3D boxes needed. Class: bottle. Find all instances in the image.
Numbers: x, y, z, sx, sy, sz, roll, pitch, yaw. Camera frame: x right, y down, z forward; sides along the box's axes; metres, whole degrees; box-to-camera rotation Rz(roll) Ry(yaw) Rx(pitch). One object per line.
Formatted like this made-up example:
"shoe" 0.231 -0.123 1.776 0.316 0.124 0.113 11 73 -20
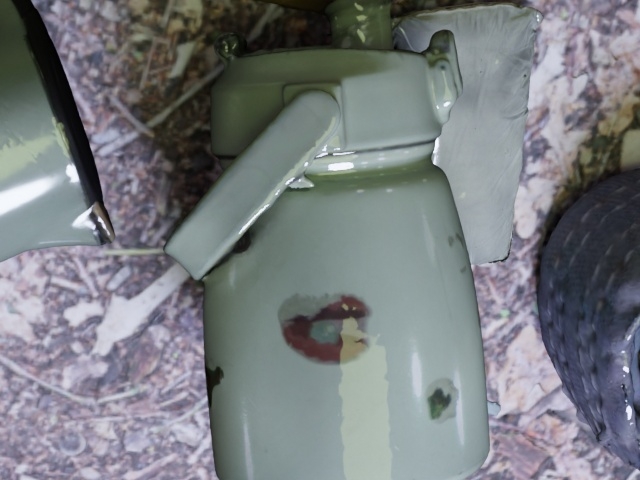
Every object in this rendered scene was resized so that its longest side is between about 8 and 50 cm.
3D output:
"bottle" 0.000 0.000 1.046 0.229 0.229 0.352 -8 98 -12

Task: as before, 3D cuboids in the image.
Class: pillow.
"pillow" 0.103 -0.078 1.151 0.128 0.051 0.229 -1 116 -12

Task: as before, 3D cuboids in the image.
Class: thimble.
"thimble" 0.291 0.068 1.202 0.205 0.172 0.236 12 111 -17

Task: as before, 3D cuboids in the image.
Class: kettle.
"kettle" -0.295 -0.070 0.993 0.255 0.165 0.240 -21 89 -6

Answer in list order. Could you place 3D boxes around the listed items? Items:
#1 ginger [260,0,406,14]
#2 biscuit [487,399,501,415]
"ginger" 0.029 -0.223 1.034 0.193 0.122 0.115 2 93 -23
"biscuit" 0.018 0.244 1.256 0.186 0.079 0.309 19 106 -18
